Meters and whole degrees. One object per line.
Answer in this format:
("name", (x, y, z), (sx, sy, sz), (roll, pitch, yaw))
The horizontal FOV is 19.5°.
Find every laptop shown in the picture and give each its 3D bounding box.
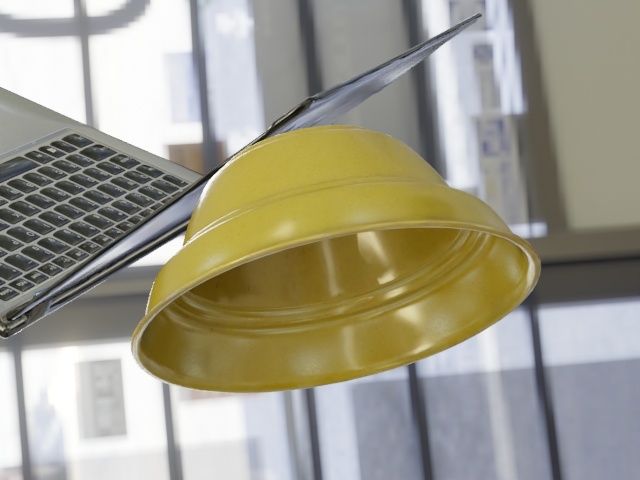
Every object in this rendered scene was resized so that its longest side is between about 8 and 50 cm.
("laptop", (-0.154, -0.105, 1.347), (0.382, 0.408, 0.236), (-35, -34, -65))

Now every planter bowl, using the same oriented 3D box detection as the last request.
("planter bowl", (0.000, 0.000, 0.982), (0.217, 0.217, 0.090), (114, 146, -63))
